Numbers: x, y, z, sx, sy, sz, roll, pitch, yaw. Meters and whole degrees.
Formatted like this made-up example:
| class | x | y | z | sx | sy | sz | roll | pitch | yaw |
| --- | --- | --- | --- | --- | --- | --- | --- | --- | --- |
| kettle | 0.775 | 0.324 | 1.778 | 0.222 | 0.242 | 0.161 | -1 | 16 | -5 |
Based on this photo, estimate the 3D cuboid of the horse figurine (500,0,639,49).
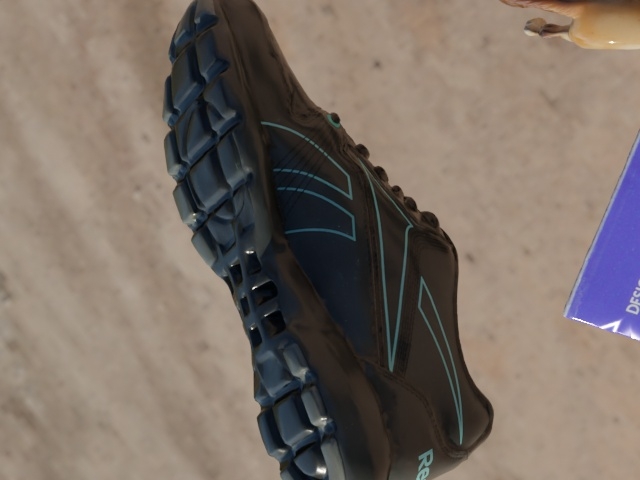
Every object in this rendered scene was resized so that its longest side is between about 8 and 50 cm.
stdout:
| class | x | y | z | sx | sy | sz | roll | pitch | yaw |
| --- | --- | --- | --- | --- | --- | --- | --- | --- | --- |
| horse figurine | 0.230 | -0.159 | 1.263 | 0.174 | 0.263 | 0.066 | -122 | 32 | -82 |

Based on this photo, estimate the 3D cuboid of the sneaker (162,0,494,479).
| class | x | y | z | sx | sy | sz | roll | pitch | yaw |
| --- | --- | --- | --- | --- | --- | --- | --- | --- | --- |
| sneaker | 0.000 | 0.000 | 0.942 | 0.101 | 0.106 | 0.267 | -37 | 70 | 62 |

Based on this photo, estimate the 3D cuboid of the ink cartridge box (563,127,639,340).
| class | x | y | z | sx | sy | sz | roll | pitch | yaw |
| --- | --- | --- | --- | --- | --- | --- | --- | --- | --- |
| ink cartridge box | 0.213 | -0.013 | 0.663 | 0.208 | 0.045 | 0.206 | 16 | 123 | -1 |
